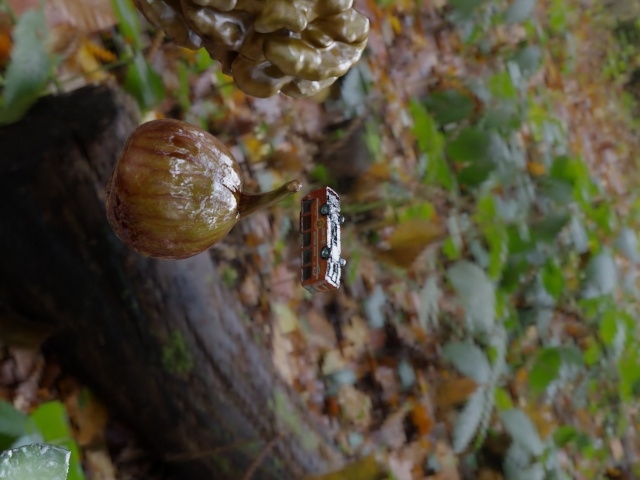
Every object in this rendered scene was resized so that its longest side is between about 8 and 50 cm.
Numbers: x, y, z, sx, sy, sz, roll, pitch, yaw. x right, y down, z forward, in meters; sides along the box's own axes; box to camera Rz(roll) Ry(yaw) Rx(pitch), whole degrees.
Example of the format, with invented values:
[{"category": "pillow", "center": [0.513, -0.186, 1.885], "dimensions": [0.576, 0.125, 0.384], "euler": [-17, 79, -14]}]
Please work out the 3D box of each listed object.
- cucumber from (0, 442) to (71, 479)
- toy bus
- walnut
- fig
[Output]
[{"category": "cucumber", "center": [-0.188, 0.173, 0.702], "dimensions": [0.062, 0.115, 0.116], "euler": [23, 53, -28]}, {"category": "toy bus", "center": [0.000, 0.000, 1.391], "dimensions": [0.031, 0.043, 0.110], "euler": [37, 45, -49]}, {"category": "walnut", "center": [-0.053, -0.152, 0.906], "dimensions": [0.170, 0.143, 0.069], "euler": [30, 63, -21]}, {"category": "fig", "center": [-0.147, -0.053, 1.575], "dimensions": [0.175, 0.207, 0.175], "euler": [-167, -90, -75]}]
